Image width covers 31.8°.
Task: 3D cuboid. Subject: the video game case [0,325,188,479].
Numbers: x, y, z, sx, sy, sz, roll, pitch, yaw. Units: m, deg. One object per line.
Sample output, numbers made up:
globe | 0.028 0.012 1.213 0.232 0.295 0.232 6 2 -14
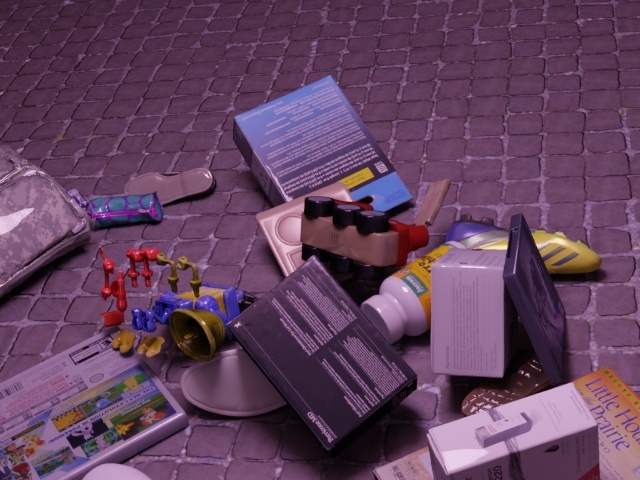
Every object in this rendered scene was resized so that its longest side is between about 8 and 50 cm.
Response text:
video game case | -0.437 0.304 1.942 0.329 0.036 0.300 -27 39 -20

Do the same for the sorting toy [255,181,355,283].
sorting toy | 0.000 0.000 2.173 0.193 0.038 0.208 -22 64 -14

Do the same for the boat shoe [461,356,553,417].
boat shoe | 0.305 0.250 1.790 0.178 0.060 0.064 -24 43 -20

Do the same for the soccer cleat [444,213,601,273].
soccer cleat | 0.365 0.035 2.054 0.289 0.093 0.121 12 73 21

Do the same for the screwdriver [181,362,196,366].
screwdriver | -0.167 0.215 2.005 0.169 0.025 0.024 -13 37 12

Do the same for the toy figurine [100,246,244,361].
toy figurine | -0.214 0.095 1.978 0.217 0.191 0.362 -9 7 -38

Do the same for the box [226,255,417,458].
box | 0.003 0.187 1.798 0.184 0.103 0.261 -37 72 -10

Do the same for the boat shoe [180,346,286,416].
boat shoe | -0.077 0.221 1.917 0.319 0.116 0.099 -12 9 4

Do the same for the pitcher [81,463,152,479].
pitcher | -0.288 0.444 1.666 0.207 0.125 0.178 32 70 29

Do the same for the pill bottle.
pill bottle | 0.178 0.096 1.977 0.208 0.118 0.117 -30 41 -22

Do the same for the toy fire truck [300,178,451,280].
toy fire truck | 0.113 -0.036 2.071 0.246 0.159 0.217 -8 17 -41

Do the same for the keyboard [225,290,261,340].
keyboard | -0.100 0.148 2.066 0.192 0.038 0.100 5 64 20

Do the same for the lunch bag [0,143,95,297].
lunch bag | -0.647 -0.016 2.286 0.256 0.213 0.305 36 57 25

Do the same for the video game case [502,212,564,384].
video game case | 0.349 0.088 1.820 0.026 0.196 0.274 -21 15 18

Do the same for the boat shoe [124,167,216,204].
boat shoe | -0.324 -0.114 2.449 0.206 0.075 0.065 -9 -6 12

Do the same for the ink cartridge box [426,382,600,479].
ink cartridge box | 0.267 0.307 1.544 0.217 0.159 0.092 -16 37 -4

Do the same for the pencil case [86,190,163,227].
pencil case | -0.415 -0.065 2.388 0.151 0.065 0.070 -6 13 8

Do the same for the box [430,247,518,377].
box | 0.254 0.114 1.834 0.119 0.182 0.181 1 9 17

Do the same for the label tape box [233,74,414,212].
label tape box | 0.000 -0.149 2.322 0.240 0.106 0.334 -26 70 -18

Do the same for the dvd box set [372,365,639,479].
dvd box set | 0.327 0.368 1.632 0.420 0.062 0.308 -22 38 -13
